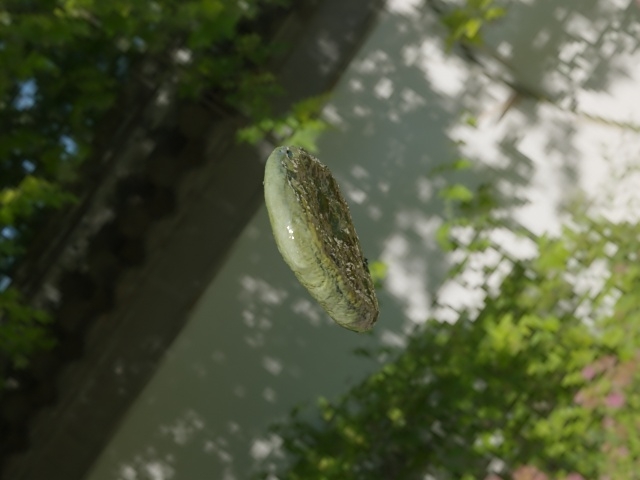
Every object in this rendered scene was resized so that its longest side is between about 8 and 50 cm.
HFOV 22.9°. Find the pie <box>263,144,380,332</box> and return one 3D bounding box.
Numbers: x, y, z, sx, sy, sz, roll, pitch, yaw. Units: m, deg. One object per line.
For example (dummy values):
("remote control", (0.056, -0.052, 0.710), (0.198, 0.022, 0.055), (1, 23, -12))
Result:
("pie", (0.000, 0.000, 0.648), (0.021, 0.084, 0.084), (-26, 1, 16))
